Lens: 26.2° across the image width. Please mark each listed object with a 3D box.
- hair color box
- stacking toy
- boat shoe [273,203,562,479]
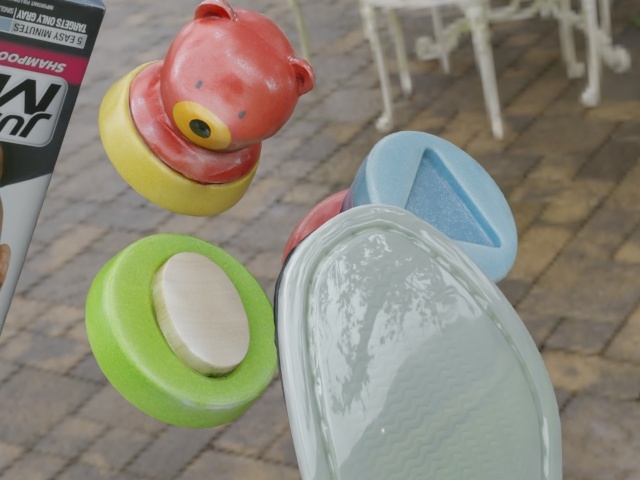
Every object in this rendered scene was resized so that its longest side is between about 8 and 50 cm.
[{"bbox_3d":[-0.341,-0.078,1.224,0.185,0.374,0.113,9,28,-29],"label":"hair color box"},{"bbox_3d":[0.000,0.000,0.915,0.130,0.309,0.279,-44,28,43],"label":"stacking toy"},{"bbox_3d":[0.050,0.126,0.553,0.114,0.302,0.091,-26,12,-22],"label":"boat shoe"}]
